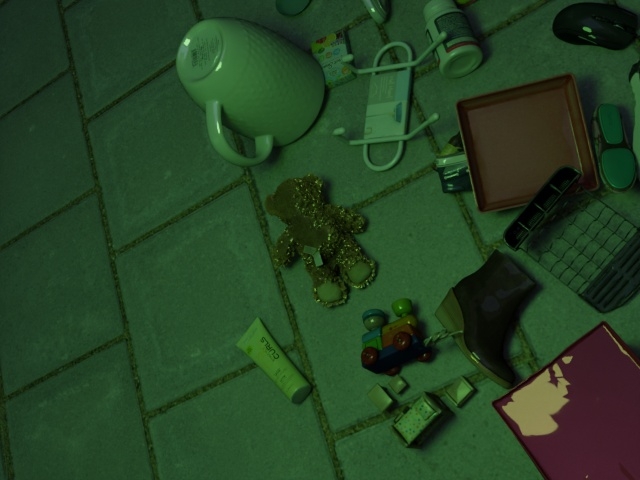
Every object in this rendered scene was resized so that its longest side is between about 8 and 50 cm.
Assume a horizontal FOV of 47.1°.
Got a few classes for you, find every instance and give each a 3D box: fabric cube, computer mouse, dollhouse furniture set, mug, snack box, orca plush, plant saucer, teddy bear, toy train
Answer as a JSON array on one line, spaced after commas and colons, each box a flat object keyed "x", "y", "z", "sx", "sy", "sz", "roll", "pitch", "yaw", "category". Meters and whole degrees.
[{"x": 0.506, "y": 0.336, "z": 1.324, "sx": 0.259, "sy": 0.258, "sz": 0.254, "roll": -39, "pitch": 61, "yaw": 13, "category": "fabric cube"}, {"x": 0.655, "y": -0.506, "z": 1.620, "sx": 0.262, "sy": 0.060, "sz": 0.184, "roll": 30, "pitch": 91, "yaw": 32, "category": "computer mouse"}, {"x": 0.206, "y": 0.324, "z": 1.579, "sx": 0.182, "sy": 0.101, "sz": 0.161, "roll": -48, "pitch": 59, "yaw": 7, "category": "dollhouse furniture set"}, {"x": -0.194, "y": -0.370, "z": 1.860, "sx": 0.276, "sy": 0.328, "sz": 0.375, "roll": -6, "pitch": 75, "yaw": 35, "category": "mug"}, {"x": 0.034, "y": -0.481, "z": 1.959, "sx": 0.100, "sy": 0.037, "sz": 0.141, "roll": -19, "pitch": 68, "yaw": 24, "category": "snack box"}, {"x": 0.701, "y": -0.225, "z": 1.515, "sx": 0.151, "sy": 0.102, "sz": 0.287, "roll": 118, "pitch": 151, "yaw": -54, "category": "orca plush"}, {"x": 0.444, "y": -0.207, "z": 1.594, "sx": 0.258, "sy": 0.047, "sz": 0.259, "roll": -12, "pitch": 86, "yaw": 11, "category": "plant saucer"}, {"x": 0.000, "y": 0.000, "z": 1.803, "sx": 0.338, "sy": 0.113, "sz": 0.245, "roll": 41, "pitch": 103, "yaw": 24, "category": "teddy bear"}, {"x": -0.073, "y": -0.688, "z": 2.090, "sx": 0.119, "sy": 0.021, "sz": 0.120, "roll": -9, "pitch": 70, "yaw": 26, "category": "plant saucer"}, {"x": 0.197, "y": 0.188, "z": 1.619, "sx": 0.248, "sy": 0.105, "sz": 0.144, "roll": -30, "pitch": 49, "yaw": 28, "category": "toy train"}]

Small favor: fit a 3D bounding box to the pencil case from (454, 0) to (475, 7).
[{"x": 0.340, "y": -0.701, "z": 1.828, "sx": 0.104, "sy": 0.104, "sz": 0.237, "roll": -11, "pitch": 70, "yaw": 25, "category": "pencil case"}]

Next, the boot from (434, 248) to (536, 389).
[{"x": 0.376, "y": 0.162, "z": 1.544, "sx": 0.207, "sy": 0.090, "sz": 0.248, "roll": -45, "pitch": 56, "yaw": 11, "category": "boot"}]

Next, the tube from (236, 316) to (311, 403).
[{"x": -0.117, "y": 0.296, "z": 1.791, "sx": 0.070, "sy": 0.062, "sz": 0.240, "roll": -25, "pitch": 49, "yaw": -26, "category": "tube"}]

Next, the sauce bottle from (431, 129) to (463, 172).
[{"x": 0.312, "y": -0.214, "z": 1.724, "sx": 0.042, "sy": 0.042, "sz": 0.128, "roll": 36, "pitch": 95, "yaw": 32, "category": "sauce bottle"}]

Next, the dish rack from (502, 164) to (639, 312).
[{"x": 0.538, "y": 0.005, "z": 1.496, "sx": 0.271, "sy": 0.074, "sz": 0.208, "roll": 42, "pitch": 98, "yaw": 19, "category": "dish rack"}]

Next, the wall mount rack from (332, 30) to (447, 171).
[{"x": 0.182, "y": -0.354, "z": 1.775, "sx": 0.304, "sy": 0.130, "sz": 0.350, "roll": -2, "pitch": 75, "yaw": 34, "category": "wall mount rack"}]

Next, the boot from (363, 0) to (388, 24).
[{"x": 0.163, "y": -0.697, "z": 1.921, "sx": 0.123, "sy": 0.095, "sz": 0.259, "roll": -25, "pitch": 63, "yaw": 27, "category": "boot"}]

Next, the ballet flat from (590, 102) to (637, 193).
[{"x": 0.607, "y": -0.181, "z": 1.534, "sx": 0.076, "sy": 0.079, "sz": 0.222, "roll": -2, "pitch": 63, "yaw": 3, "category": "ballet flat"}]

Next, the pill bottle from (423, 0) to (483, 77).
[{"x": 0.313, "y": -0.495, "z": 1.772, "sx": 0.107, "sy": 0.108, "sz": 0.180, "roll": -24, "pitch": 65, "yaw": 20, "category": "pill bottle"}]

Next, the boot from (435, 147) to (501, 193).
[{"x": 0.363, "y": -0.166, "z": 1.678, "sx": 0.189, "sy": 0.069, "sz": 0.086, "roll": -11, "pitch": 103, "yaw": 12, "category": "boot"}]
